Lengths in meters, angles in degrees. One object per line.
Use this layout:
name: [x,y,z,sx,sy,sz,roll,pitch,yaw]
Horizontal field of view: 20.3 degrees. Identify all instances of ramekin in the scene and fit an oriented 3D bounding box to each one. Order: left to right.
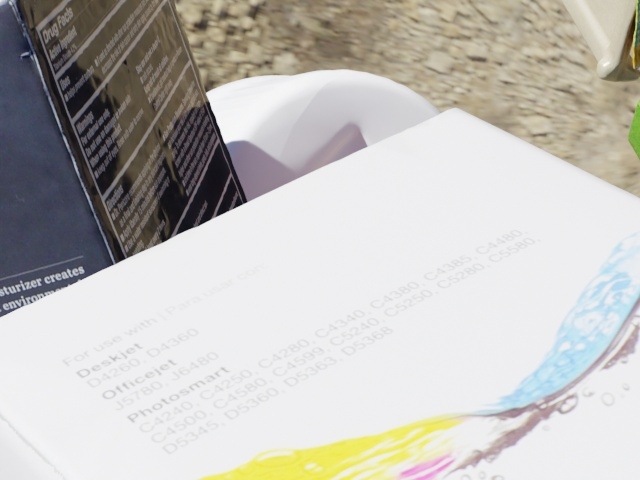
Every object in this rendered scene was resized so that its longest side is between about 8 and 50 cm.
ramekin: [0.000,0.000,1.380,0.277,0.135,0.277,3,84,-25]

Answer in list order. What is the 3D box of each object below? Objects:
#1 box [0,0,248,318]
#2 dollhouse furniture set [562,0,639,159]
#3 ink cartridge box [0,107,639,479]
box: [-0.172,-0.028,1.092,0.182,0.296,0.294,-14,109,12]
dollhouse furniture set: [0.306,-0.199,1.407,0.151,0.198,0.302,-7,47,-16]
ink cartridge box: [0.056,0.122,0.489,0.270,0.197,0.198,33,141,46]
